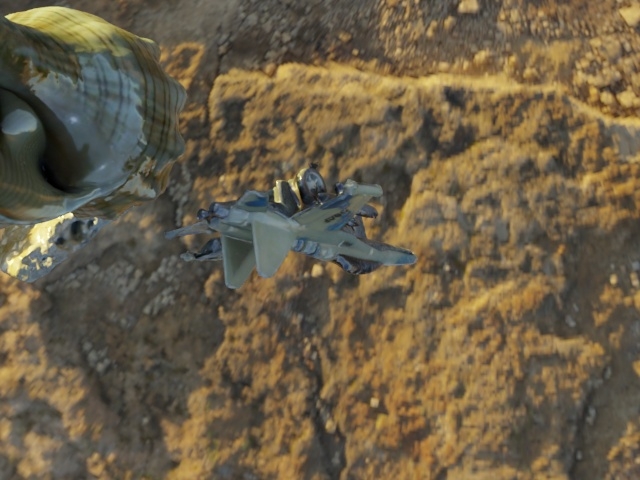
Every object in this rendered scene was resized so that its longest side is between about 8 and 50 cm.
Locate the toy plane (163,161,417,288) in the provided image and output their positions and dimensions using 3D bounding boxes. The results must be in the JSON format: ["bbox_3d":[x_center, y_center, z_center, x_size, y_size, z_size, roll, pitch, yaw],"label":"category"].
[{"bbox_3d":[-0.002,-0.011,0.927,0.192,0.262,0.088,-21,78,36],"label":"toy plane"}]

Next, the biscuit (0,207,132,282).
[{"bbox_3d":[-0.224,-0.057,1.092,0.188,0.265,0.040,-8,131,40],"label":"biscuit"}]

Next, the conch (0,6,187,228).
[{"bbox_3d":[-0.231,-0.098,0.862,0.169,0.386,0.203,6,77,38],"label":"conch"}]
